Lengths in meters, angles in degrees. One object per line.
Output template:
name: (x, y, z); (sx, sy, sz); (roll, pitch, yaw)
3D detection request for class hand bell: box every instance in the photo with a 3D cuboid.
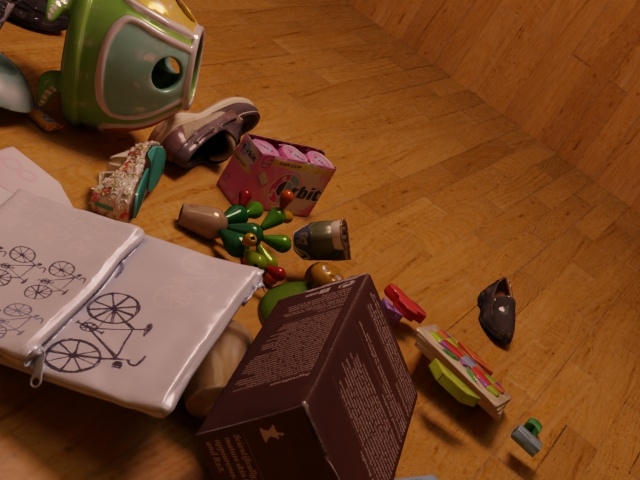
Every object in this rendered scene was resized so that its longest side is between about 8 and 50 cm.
hand bell: (-0.114, 0.222, 1.422); (0.126, 0.126, 0.242); (15, 41, -36)

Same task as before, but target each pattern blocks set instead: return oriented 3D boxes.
pattern blocks set: (0.217, 0.194, 1.882); (0.325, 0.026, 0.285); (41, 11, -1)

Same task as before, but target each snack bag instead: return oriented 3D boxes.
snack bag: (-0.267, 0.062, 1.412); (0.343, 0.037, 0.323); (18, 31, 9)

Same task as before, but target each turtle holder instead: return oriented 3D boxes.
turtle holder: (-0.299, -0.326, 1.943); (0.228, 0.320, 0.243); (12, -6, -1)

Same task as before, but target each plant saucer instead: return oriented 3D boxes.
plant saucer: (-0.508, -0.264, 1.853); (0.195, 0.037, 0.195); (32, 14, -9)

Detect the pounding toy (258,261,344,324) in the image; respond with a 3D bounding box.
pounding toy: (0.025, 0.091, 1.814); (0.183, 0.110, 0.237); (37, 24, 11)

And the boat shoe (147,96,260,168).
boat shoe: (-0.184, -0.175, 2.104); (0.092, 0.103, 0.285); (44, 28, 13)

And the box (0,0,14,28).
box: (-0.662, -0.445, 1.915); (0.242, 0.076, 0.307); (37, 7, 39)

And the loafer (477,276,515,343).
loafer: (0.321, 0.122, 2.196); (0.062, 0.061, 0.170); (27, 24, -17)

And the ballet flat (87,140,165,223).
ballet flat: (-0.288, -0.097, 1.833); (0.077, 0.091, 0.241); (9, 20, 1)

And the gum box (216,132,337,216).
gum box: (-0.069, -0.109, 2.098); (0.188, 0.107, 0.062); (9, 32, -45)

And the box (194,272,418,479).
box: (-0.001, 0.202, 1.428); (0.381, 0.143, 0.191); (-59, 129, -69)

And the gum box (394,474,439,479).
gum box: (0.134, 0.367, 1.487); (0.157, 0.041, 0.184); (6, 34, -47)

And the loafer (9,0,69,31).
loafer: (-0.537, -0.431, 2.179); (0.223, 0.078, 0.076); (15, 29, -36)

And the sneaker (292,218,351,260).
sneaker: (0.000, 0.000, 1.915); (0.086, 0.064, 0.192); (-7, -5, 4)

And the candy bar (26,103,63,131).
candy bar: (-0.464, -0.218, 1.925); (0.161, 0.018, 0.040); (41, 24, 20)

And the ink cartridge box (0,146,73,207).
ink cartridge box: (-0.377, -0.023, 1.599); (0.232, 0.066, 0.189); (33, 23, 10)

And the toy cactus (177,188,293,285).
toy cactus: (-0.125, -0.021, 1.881); (0.181, 0.112, 0.219); (16, 35, -13)
